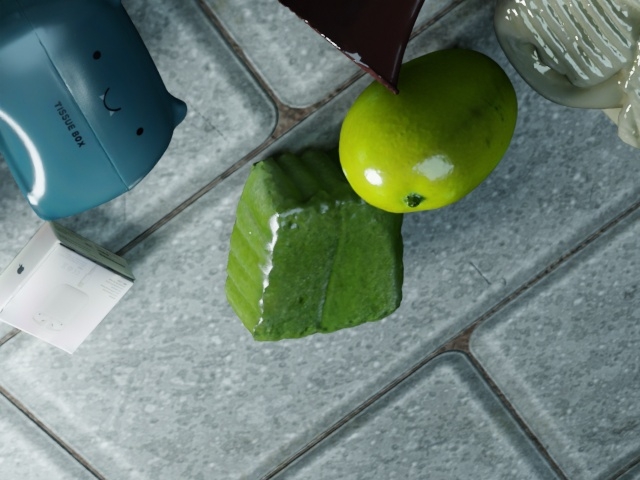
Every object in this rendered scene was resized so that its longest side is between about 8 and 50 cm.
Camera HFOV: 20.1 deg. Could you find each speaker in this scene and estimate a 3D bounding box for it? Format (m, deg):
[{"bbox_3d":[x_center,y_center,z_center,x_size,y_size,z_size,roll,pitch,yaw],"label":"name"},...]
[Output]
[{"bbox_3d":[0.083,-0.354,2.004,0.329,0.198,0.259,-55,151,10],"label":"speaker"}]

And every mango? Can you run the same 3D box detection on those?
[{"bbox_3d":[0.140,-0.139,2.159,0.273,0.185,0.149,-38,132,-34],"label":"mango"}]

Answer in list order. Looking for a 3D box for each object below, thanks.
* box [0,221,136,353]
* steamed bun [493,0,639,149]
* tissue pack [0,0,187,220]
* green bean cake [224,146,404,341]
[{"bbox_3d":[-0.318,0.059,2.208,0.130,0.051,0.129,31,107,-40],"label":"box"},{"bbox_3d":[0.426,-0.303,2.167,0.342,0.255,0.367,42,132,-18],"label":"steamed bun"},{"bbox_3d":[-0.281,-0.181,1.937,0.206,0.198,0.287,-30,132,-5],"label":"tissue pack"},{"bbox_3d":[0.000,0.000,2.284,0.222,0.125,0.248,-9,131,-24],"label":"green bean cake"}]
